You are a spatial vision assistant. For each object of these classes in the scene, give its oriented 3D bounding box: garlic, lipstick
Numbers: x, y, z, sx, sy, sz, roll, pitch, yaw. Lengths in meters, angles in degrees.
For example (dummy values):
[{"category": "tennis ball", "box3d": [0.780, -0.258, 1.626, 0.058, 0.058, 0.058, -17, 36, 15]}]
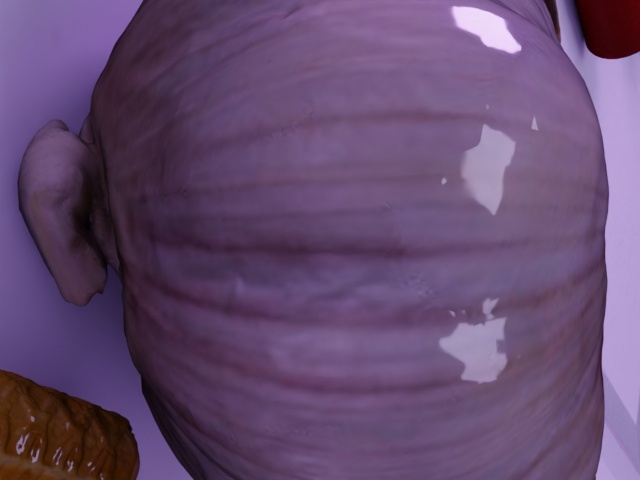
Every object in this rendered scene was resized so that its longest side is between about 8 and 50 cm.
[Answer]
[{"category": "garlic", "box3d": [0.017, 0.002, 0.503, 0.322, 0.241, 0.322, 49, 33, -48]}, {"category": "lipstick", "box3d": [0.286, -0.296, 1.178, 0.241, 0.080, 0.080, 59, 40, -43]}]

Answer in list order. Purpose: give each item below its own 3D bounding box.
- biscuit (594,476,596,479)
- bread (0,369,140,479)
[{"category": "biscuit", "box3d": [0.150, 0.316, 0.866, 0.312, 0.111, 0.318, 60, 39, -43]}, {"category": "bread", "box3d": [-0.125, 0.077, 0.439, 0.157, 0.044, 0.052, 36, 63, -54]}]
